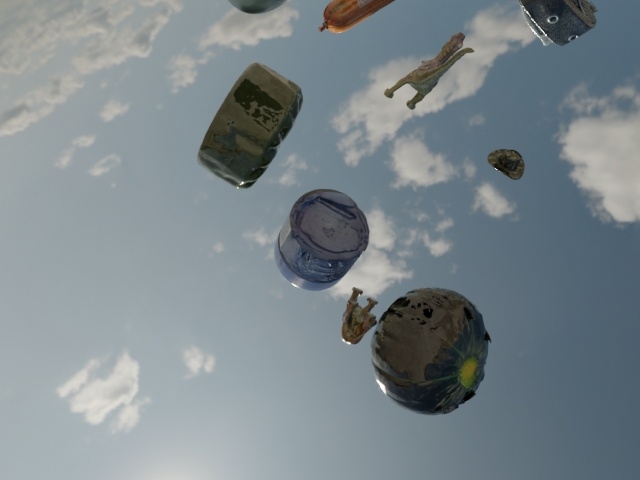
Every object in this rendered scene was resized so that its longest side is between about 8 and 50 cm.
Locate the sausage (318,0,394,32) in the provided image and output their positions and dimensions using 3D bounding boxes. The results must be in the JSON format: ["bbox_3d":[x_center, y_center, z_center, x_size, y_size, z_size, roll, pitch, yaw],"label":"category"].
[{"bbox_3d":[0.145,-0.434,0.764,0.348,0.053,0.053,-31,-141,2],"label":"sausage"}]

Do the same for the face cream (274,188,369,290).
[{"bbox_3d":[0.000,0.000,1.423,0.249,0.225,0.249,7,-118,-13],"label":"face cream"}]

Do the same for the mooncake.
[{"bbox_3d":[-0.201,-0.324,1.387,0.356,0.194,0.356,-55,-169,17],"label":"mooncake"}]

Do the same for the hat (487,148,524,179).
[{"bbox_3d":[0.539,-0.227,1.345,0.121,0.050,0.121,8,-121,-13],"label":"hat"}]

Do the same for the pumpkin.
[{"bbox_3d":[0.230,0.241,1.104,0.296,0.296,0.295,-18,-139,17],"label":"pumpkin"}]

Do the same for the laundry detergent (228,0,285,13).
[{"bbox_3d":[-0.151,-0.575,0.969,0.105,0.214,0.280,-10,-146,36],"label":"laundry detergent"}]

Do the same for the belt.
[{"bbox_3d":[0.592,-0.595,1.220,0.128,0.218,0.122,-21,-141,53],"label":"belt"}]

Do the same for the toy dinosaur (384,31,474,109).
[{"bbox_3d":[0.229,-0.354,0.989,0.200,0.072,0.251,-39,-176,32],"label":"toy dinosaur"}]

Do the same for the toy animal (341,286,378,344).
[{"bbox_3d":[0.111,0.249,1.468,0.097,0.157,0.312,19,-167,3],"label":"toy animal"}]
